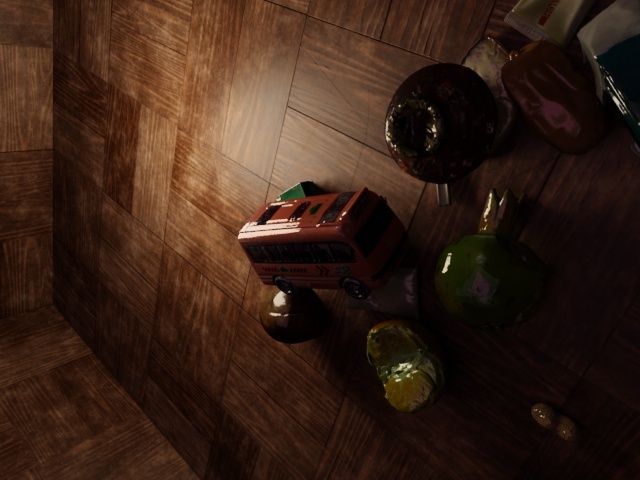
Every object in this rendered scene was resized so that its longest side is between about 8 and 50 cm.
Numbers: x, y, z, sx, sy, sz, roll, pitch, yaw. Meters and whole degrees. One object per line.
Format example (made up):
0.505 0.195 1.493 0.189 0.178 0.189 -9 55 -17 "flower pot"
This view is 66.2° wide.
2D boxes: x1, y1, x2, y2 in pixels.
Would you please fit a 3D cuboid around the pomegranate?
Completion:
0.360 0.042 1.039 0.235 0.235 0.302 -3 77 41 "pomegranate"

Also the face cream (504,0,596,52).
0.480 -0.512 0.862 0.137 0.084 0.341 41 133 14 "face cream"

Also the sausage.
0.440 -0.269 0.923 0.241 0.136 0.120 59 143 17 "sausage"

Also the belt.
0.555 -0.172 0.722 0.173 0.300 0.437 -35 78 29 "belt"

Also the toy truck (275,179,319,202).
-0.070 -0.121 1.438 0.147 0.079 0.065 -24 86 44 "toy truck"

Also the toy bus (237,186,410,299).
0.000 0.000 1.282 0.426 0.203 0.233 -3 129 41 "toy bus"

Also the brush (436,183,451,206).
0.288 -0.175 1.153 0.034 0.027 0.191 -6 91 38 "brush"

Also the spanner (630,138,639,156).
0.630 -0.054 0.893 0.071 0.017 0.302 -10 96 41 "spanner"

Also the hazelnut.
-0.074 0.230 1.487 0.208 0.208 0.208 13 110 38 "hazelnut"

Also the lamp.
0.238 -0.232 0.994 0.246 0.246 0.247 13 110 38 "lamp"

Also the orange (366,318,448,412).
0.228 0.305 1.245 0.179 0.158 0.237 -38 76 42 "orange"

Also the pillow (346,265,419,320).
0.165 0.132 1.327 0.229 0.050 0.149 4 109 37 "pillow"

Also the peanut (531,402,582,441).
0.524 0.405 1.090 0.113 0.053 0.054 28 119 36 "peanut"

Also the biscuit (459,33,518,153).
0.336 -0.303 1.064 0.188 0.040 0.266 11 109 36 "biscuit"
